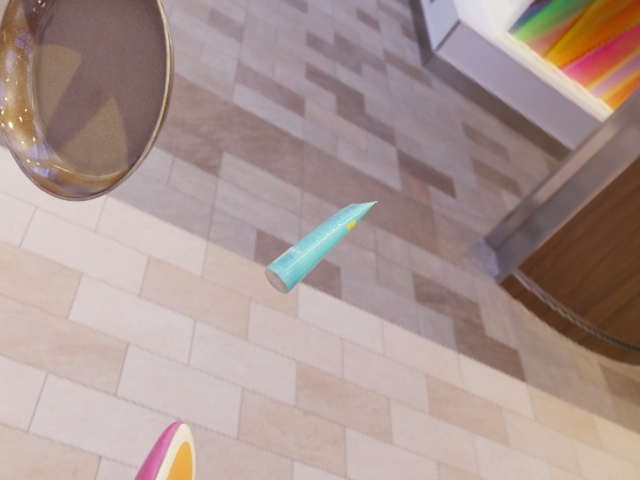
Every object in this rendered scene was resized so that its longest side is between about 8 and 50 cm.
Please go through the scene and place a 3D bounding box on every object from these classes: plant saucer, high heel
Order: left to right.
[{"bbox_3d":[-0.282,-0.202,0.922,0.310,0.310,0.050,53,27,19],"label":"plant saucer"},{"bbox_3d":[-0.208,0.293,0.780,0.117,0.244,0.082,14,0,26],"label":"high heel"}]

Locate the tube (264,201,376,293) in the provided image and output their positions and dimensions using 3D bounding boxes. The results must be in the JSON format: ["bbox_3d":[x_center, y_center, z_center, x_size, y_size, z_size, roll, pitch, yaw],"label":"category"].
[{"bbox_3d":[0.000,0.000,1.213,0.207,0.080,0.052,-42,114,-24],"label":"tube"}]
